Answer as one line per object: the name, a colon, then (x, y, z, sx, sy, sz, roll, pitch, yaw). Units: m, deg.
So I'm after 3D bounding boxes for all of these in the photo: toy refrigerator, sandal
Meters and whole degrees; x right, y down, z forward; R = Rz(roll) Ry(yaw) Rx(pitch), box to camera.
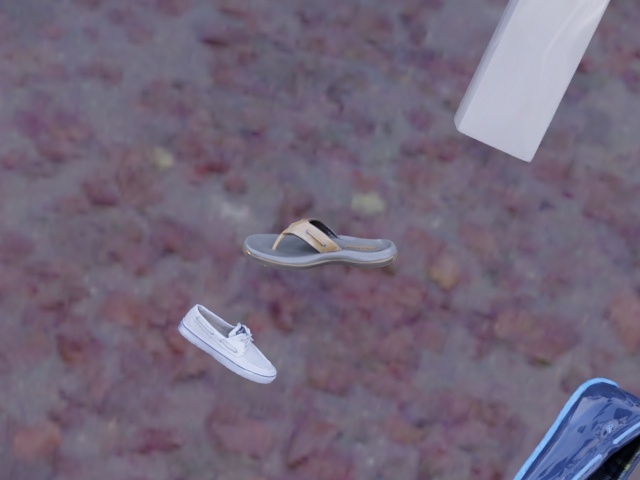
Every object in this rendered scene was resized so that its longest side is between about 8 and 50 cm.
toy refrigerator: (0.268, -0.244, 2.185, 0.102, 0.269, 0.094, 23, 13, -5)
sandal: (0.000, 0.000, 2.015, 0.180, 0.049, 0.072, 1, 23, -7)

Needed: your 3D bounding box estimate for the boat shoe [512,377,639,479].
boat shoe: (0.219, 0.240, 1.583, 0.089, 0.109, 0.258, 23, 76, 32)

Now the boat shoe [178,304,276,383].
boat shoe: (-0.079, 0.092, 1.602, 0.100, 0.035, 0.035, 34, 22, -3)
